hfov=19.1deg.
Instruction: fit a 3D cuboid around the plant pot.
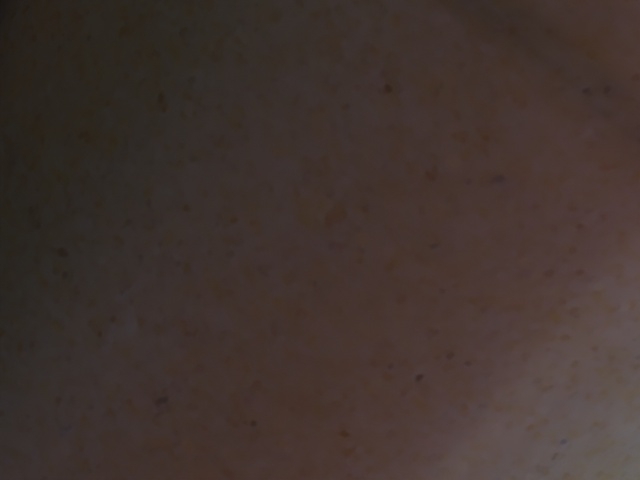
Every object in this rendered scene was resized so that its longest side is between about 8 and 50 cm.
[{"bbox_3d":[0.000,0.000,0.572,0.305,0.334,0.334,-50,152,9],"label":"plant pot"}]
